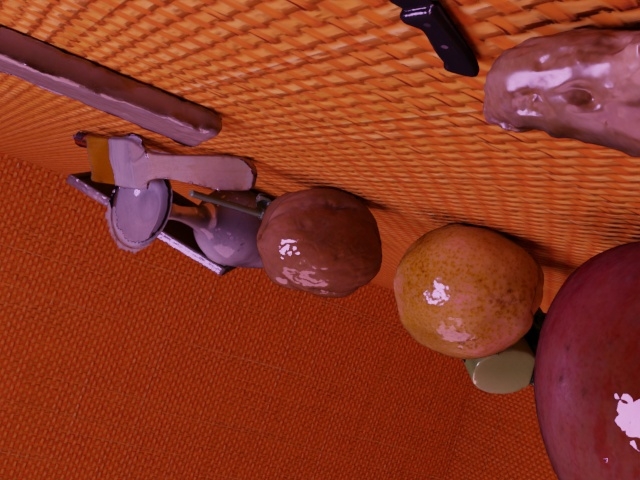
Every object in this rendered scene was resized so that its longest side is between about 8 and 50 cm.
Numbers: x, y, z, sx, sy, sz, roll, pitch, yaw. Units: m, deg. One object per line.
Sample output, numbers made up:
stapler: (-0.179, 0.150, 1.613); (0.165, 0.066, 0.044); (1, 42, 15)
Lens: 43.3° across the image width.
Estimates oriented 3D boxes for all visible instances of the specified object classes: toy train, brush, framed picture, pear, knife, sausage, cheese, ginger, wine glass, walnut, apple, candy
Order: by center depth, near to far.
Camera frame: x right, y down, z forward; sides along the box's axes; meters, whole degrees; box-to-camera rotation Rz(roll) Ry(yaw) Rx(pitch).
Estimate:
ginger: (0.209, -0.019, 0.333); (0.295, 0.086, 0.131); (26, -174, 6)
knife: (0.035, -0.107, 0.341); (0.023, 0.010, 0.170); (9, 170, 30)
apple: (0.342, 0.154, 0.661); (0.345, 0.269, 0.345); (17, 176, 1)
cheese: (-0.281, -0.170, 0.728); (0.400, 0.034, 0.085); (19, 171, -20)
pear: (0.180, 0.057, 0.959); (0.178, 0.178, 0.178); (18, 176, 1)
walnut: (0.000, 0.000, 1.038); (0.167, 0.149, 0.166); (7, -151, -4)
toy train: (0.236, 0.111, 1.090); (0.157, 0.105, 0.253); (0, -150, -9)
brush: (-0.209, -0.101, 1.094); (0.337, 0.085, 0.020); (11, -157, 38)
candy: (-0.087, -0.037, 1.190); (0.084, 0.078, 0.288); (-21, 157, 35)
sausage: (-0.324, -0.147, 1.235); (0.198, 0.028, 0.025); (13, 163, 41)
wine glass: (-0.177, -0.032, 1.287); (0.143, 0.143, 0.321); (15, -178, 39)
framed picture: (-0.270, -0.045, 1.469); (0.324, 0.020, 0.240); (31, -166, 6)
